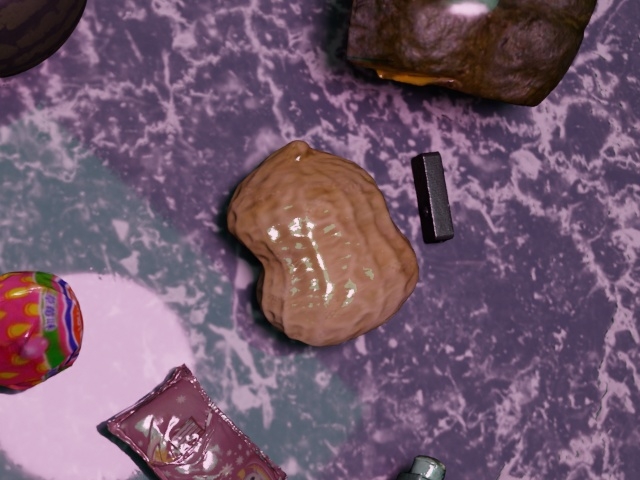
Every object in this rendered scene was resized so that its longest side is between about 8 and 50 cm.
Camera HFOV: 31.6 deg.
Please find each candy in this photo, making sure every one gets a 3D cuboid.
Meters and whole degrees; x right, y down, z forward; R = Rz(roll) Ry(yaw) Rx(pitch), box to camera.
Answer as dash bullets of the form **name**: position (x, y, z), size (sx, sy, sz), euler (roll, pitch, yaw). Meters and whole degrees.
- **candy**: position (-0.419, 0.103, 1.114), size (0.365, 0.124, 0.124), euler (-6, 82, -10)

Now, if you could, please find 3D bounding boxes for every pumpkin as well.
- **pumpkin**: position (0.175, -0.285, 1.310), size (0.303, 0.256, 0.226), euler (8, 101, -17)

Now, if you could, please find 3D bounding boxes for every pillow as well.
- **pillow**: position (-0.131, 0.230, 1.216), size (0.118, 0.043, 0.185), euler (-43, 99, -28)

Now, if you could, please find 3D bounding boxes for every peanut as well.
- **peanut**: position (0.000, 0.000, 1.272), size (0.196, 0.110, 0.233), euler (-24, 91, -23)

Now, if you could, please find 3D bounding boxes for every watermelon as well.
- **watermelon**: position (-0.341, -0.266, 1.143), size (0.212, 0.212, 0.212), euler (4, 79, -20)

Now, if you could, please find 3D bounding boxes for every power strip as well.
- **power strip**: position (0.135, -0.052, 1.369), size (0.029, 0.038, 0.111), euler (-6, 81, -20)

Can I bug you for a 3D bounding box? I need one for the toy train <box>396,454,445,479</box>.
- **toy train**: position (0.100, 0.376, 1.239), size (0.154, 0.115, 0.270), euler (28, 71, -22)
